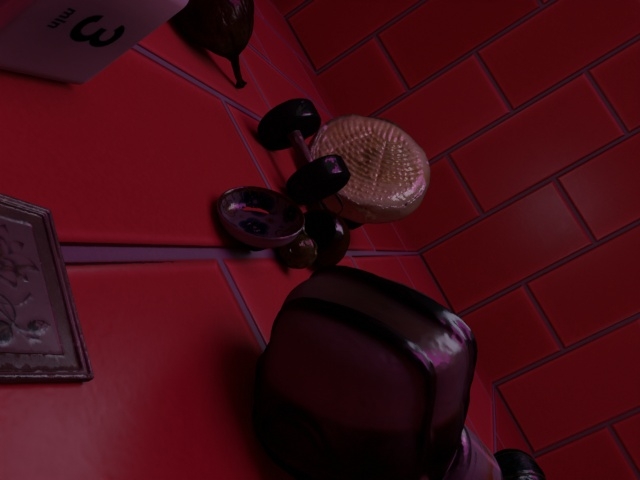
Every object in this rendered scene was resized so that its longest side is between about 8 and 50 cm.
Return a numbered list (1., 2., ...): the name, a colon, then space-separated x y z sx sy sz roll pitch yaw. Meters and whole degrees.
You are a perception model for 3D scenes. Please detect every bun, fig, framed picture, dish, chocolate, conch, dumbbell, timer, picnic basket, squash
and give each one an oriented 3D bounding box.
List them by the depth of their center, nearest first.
1. framed picture: -0.261 0.018 0.386 0.173 0.010 0.231 65 15 21
2. timer: -0.286 -0.298 0.576 0.194 0.192 0.195 59 14 -2
3. chocolate: 0.063 0.147 0.672 0.283 0.186 0.283 17 25 -8
4. dish: -0.102 -0.018 0.906 0.141 0.078 0.141 13 35 -9
5. conch: -0.042 0.009 1.039 0.121 0.074 0.089 127 -31 -83
6. chocolate: 0.000 0.000 1.194 0.133 0.127 0.124 53 39 -79
7. fig: -0.213 -0.498 1.302 0.290 0.190 0.191 35 28 -58
8. dumbbell: -0.040 -0.209 1.340 0.218 0.152 0.152 63 14 13
9. picnic basket: 0.015 -0.086 1.420 0.072 0.083 0.072 53 16 -22
10. squash: 0.522 0.671 1.462 0.252 0.165 0.252 57 11 -17
11. bun: 0.123 -0.184 1.634 0.202 0.364 0.364 108 -36 -55

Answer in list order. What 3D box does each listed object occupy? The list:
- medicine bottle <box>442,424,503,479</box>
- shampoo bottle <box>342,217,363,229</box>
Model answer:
1. medicine bottle: 0.176 0.353 0.909 0.273 0.165 0.165 48 18 -39
2. shampoo bottle: 0.103 -0.077 1.759 0.067 0.068 0.236 62 11 -10
